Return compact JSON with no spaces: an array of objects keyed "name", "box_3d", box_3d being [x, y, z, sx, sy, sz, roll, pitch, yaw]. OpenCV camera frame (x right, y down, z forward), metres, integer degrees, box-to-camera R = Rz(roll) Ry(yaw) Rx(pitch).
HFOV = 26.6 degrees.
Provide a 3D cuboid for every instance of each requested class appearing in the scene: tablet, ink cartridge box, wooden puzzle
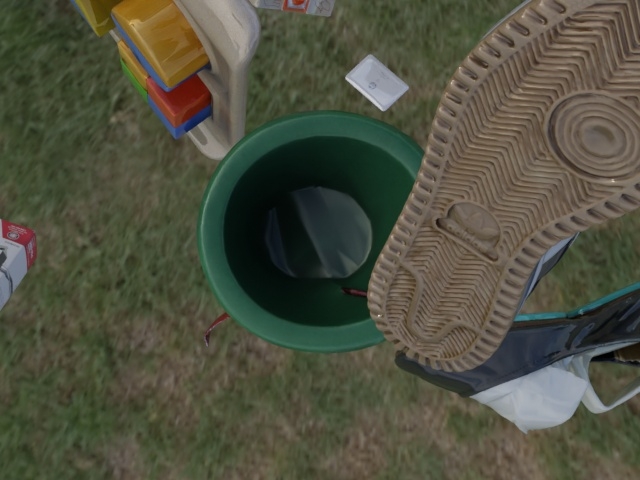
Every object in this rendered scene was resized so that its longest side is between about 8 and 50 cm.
[{"name":"tablet","box_3d":[0.082,-0.231,1.976,0.054,0.006,0.083,-44,68,-8]},{"name":"ink cartridge box","box_3d":[-0.447,0.034,1.773,0.099,0.135,0.056,18,137,8]},{"name":"wooden puzzle","box_3d":[-0.187,-0.236,1.292,0.080,0.348,0.322,-36,84,-14]}]

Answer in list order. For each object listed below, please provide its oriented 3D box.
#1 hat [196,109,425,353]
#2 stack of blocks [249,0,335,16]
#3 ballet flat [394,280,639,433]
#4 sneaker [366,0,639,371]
[{"name":"hat","box_3d":[0.000,0.000,1.036,0.208,0.183,0.173,2,86,7]},{"name":"stack of blocks","box_3d":[-0.101,-0.378,1.722,0.171,0.297,0.087,-4,119,-45]},{"name":"ballet flat","box_3d":[0.190,0.092,1.054,0.280,0.095,0.096,-11,77,-28]},{"name":"sneaker","box_3d":[0.119,-0.061,0.649,0.099,0.153,0.282,36,143,5]}]
